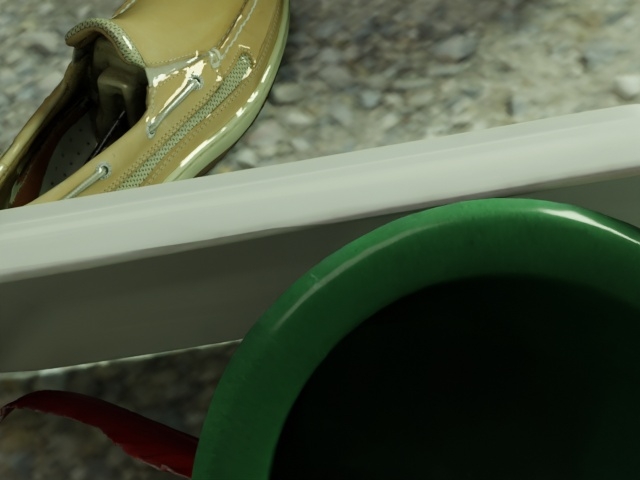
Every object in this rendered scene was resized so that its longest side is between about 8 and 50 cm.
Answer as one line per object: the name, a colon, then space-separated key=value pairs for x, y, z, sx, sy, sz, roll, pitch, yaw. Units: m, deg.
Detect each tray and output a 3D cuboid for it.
tray: x=0.000 y=0.000 z=0.624 sx=0.270 sy=0.145 sz=0.030 roll=-9 pitch=78 yaw=8

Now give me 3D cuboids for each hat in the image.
hat: x=0.031 y=0.064 z=0.625 sx=0.173 sy=0.208 sz=0.183 roll=-53 pitch=9 yaw=-2

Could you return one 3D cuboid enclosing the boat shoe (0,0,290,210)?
boat shoe: x=-0.068 y=-0.057 z=0.738 sx=0.068 sy=0.072 sz=0.190 roll=10 pitch=54 yaw=24
